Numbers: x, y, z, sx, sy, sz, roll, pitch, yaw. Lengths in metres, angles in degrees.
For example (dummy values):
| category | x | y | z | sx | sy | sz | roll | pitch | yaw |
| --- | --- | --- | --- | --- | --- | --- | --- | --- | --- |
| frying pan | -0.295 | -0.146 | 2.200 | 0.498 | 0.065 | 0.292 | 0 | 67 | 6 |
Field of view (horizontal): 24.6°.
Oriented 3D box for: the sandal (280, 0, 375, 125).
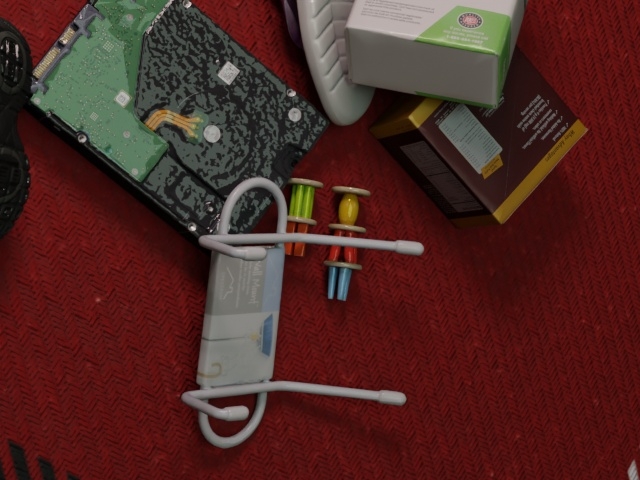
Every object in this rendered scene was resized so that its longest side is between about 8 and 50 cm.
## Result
| category | x | y | z | sx | sy | sz | roll | pitch | yaw |
| --- | --- | --- | --- | --- | --- | --- | --- | --- | --- |
| sandal | -0.014 | -0.354 | 1.905 | 0.169 | 0.102 | 0.416 | -32 | 115 | -50 |

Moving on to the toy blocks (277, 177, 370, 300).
| category | x | y | z | sx | sy | sz | roll | pitch | yaw |
| --- | --- | --- | --- | --- | --- | --- | --- | --- | --- |
| toy blocks | 0.000 | 0.000 | 1.926 | 0.123 | 0.054 | 0.148 | 9 | 85 | -22 |

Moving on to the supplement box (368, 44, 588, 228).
| category | x | y | z | sx | sy | sz | roll | pitch | yaw |
| --- | --- | --- | --- | --- | --- | --- | --- | --- | --- |
| supplement box | 0.212 | -0.150 | 1.975 | 0.191 | 0.129 | 0.194 | -47 | 104 | -17 |

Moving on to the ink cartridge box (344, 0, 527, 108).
| category | x | y | z | sx | sy | sz | roll | pitch | yaw |
| --- | --- | --- | --- | --- | --- | --- | --- | --- | --- |
| ink cartridge box | 0.163 | -0.321 | 1.882 | 0.198 | 0.115 | 0.273 | 12 | 58 | 13 |

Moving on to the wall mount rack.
| category | x | y | z | sx | sy | sz | roll | pitch | yaw |
| --- | --- | --- | --- | --- | --- | --- | --- | --- | --- |
| wall mount rack | -0.027 | 0.102 | 1.852 | 0.304 | 0.130 | 0.350 | -2 | 103 | -43 |

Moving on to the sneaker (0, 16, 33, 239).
| category | x | y | z | sx | sy | sz | roll | pitch | yaw |
| --- | --- | --- | --- | --- | --- | --- | --- | --- | --- |
| sneaker | -0.415 | -0.117 | 1.725 | 0.109 | 0.130 | 0.286 | 31 | 58 | -57 |

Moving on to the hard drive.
| category | x | y | z | sx | sy | sz | roll | pitch | yaw |
| --- | --- | --- | --- | --- | --- | --- | --- | --- | --- |
| hard drive | -0.184 | -0.164 | 1.853 | 0.339 | 0.064 | 0.237 | 39 | 75 | -17 |
